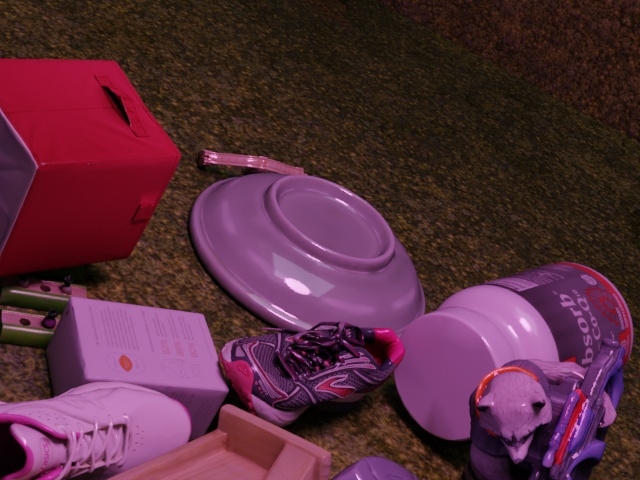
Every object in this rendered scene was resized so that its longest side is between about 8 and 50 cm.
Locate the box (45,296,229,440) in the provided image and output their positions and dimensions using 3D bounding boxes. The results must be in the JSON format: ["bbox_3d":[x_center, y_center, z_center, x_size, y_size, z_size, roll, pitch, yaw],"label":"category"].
[{"bbox_3d":[-0.211,0.148,1.171,0.171,0.091,0.130,11,35,-31],"label":"box"}]

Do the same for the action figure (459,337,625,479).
[{"bbox_3d":[0.210,0.268,1.149,0.179,0.330,0.341,19,57,24],"label":"action figure"}]

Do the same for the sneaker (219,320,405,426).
[{"bbox_3d":[-0.010,0.146,1.258,0.299,0.112,0.120,2,54,-58],"label":"sneaker"}]

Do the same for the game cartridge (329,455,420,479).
[{"bbox_3d":[0.096,0.319,1.055,0.198,0.062,0.297,54,6,26],"label":"game cartridge"}]

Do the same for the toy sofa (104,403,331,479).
[{"bbox_3d":[-0.157,0.301,0.958,0.150,0.177,0.363,18,20,34],"label":"toy sofa"}]

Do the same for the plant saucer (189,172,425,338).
[{"bbox_3d":[0.000,0.000,1.576,0.401,0.100,0.400,21,31,-13],"label":"plant saucer"}]

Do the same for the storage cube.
[{"bbox_3d":[-0.319,-0.089,1.232,0.193,0.215,0.183,-9,53,-46],"label":"storage cube"}]

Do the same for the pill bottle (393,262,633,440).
[{"bbox_3d":[0.278,0.156,1.462,0.363,0.210,0.210,-11,49,-48],"label":"pill bottle"}]

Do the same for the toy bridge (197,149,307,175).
[{"bbox_3d":[-0.106,-0.124,1.705,0.188,0.026,0.063,9,-7,-26],"label":"toy bridge"}]

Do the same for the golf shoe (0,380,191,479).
[{"bbox_3d":[-0.254,0.203,0.989,0.306,0.115,0.140,1,3,-32],"label":"golf shoe"}]

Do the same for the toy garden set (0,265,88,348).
[{"bbox_3d":[-0.385,0.024,1.256,0.204,0.049,0.244,12,34,-27],"label":"toy garden set"}]
